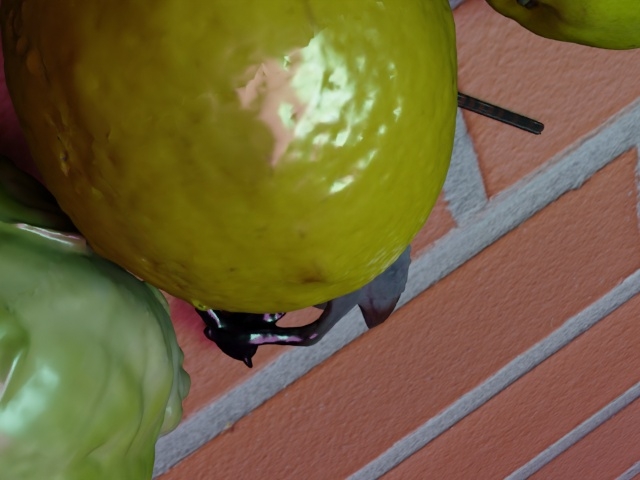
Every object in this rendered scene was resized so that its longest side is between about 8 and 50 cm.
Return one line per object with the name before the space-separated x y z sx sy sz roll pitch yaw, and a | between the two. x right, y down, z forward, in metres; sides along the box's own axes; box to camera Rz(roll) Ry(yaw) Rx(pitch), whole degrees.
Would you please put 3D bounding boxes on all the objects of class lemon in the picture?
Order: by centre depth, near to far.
lemon | -0.044 -0.087 0.499 0.261 0.260 0.284 -23 158 -16

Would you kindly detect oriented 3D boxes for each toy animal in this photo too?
toy animal | 0.023 -0.009 0.732 0.195 0.090 0.324 7 124 -39

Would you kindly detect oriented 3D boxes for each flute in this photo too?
flute | 0.111 -0.124 0.750 0.270 0.014 0.014 9 120 -40

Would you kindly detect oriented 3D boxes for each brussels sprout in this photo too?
brussels sprout | -0.232 0.101 0.557 0.273 0.243 0.316 -56 146 -17

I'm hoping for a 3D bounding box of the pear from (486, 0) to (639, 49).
pear | 0.223 -0.240 0.583 0.269 0.212 0.212 -36 139 -10
